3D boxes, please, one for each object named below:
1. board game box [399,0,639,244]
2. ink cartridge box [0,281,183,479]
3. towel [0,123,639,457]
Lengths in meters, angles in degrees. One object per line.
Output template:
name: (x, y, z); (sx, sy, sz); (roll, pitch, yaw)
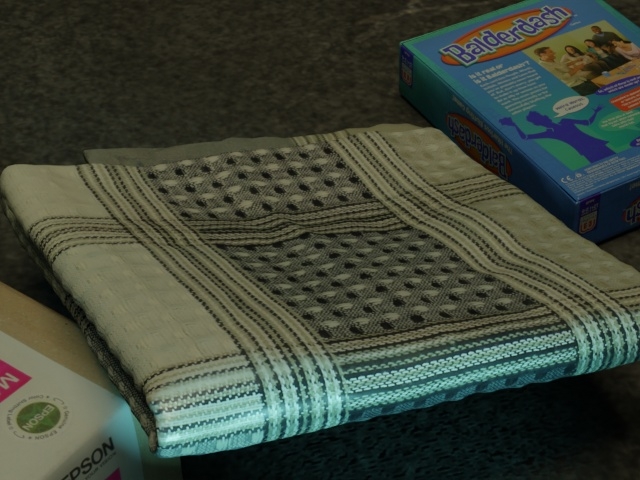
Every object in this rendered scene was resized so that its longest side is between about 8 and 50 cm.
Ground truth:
board game box: (0.174, -0.091, 1.061); (0.160, 0.047, 0.210); (-21, 44, -20)
ink cartridge box: (-0.218, 0.123, 0.794); (0.193, 0.088, 0.234); (24, 45, 28)
towel: (0.000, 0.000, 0.868); (0.312, 0.056, 0.324); (-9, 26, -23)
